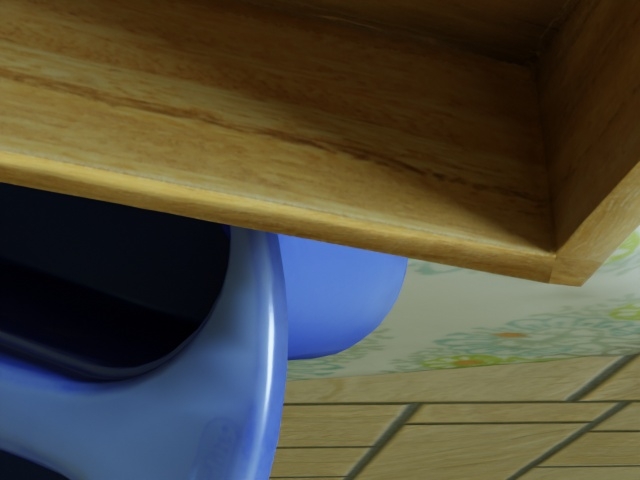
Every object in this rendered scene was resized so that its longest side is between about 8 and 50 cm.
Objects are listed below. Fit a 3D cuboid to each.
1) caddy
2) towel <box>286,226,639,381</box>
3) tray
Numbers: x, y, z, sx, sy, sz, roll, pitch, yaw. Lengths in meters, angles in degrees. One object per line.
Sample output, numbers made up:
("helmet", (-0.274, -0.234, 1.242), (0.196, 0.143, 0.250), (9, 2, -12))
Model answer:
("caddy", (-0.142, 0.020, 0.567), (0.341, 0.241, 0.179), (16, -178, 29))
("towel", (0.000, 0.000, 0.877), (0.374, 0.090, 0.320), (-5, 167, 14))
("tray", (-0.094, -0.105, 0.320), (0.411, 0.076, 0.203), (10, 144, -19))
